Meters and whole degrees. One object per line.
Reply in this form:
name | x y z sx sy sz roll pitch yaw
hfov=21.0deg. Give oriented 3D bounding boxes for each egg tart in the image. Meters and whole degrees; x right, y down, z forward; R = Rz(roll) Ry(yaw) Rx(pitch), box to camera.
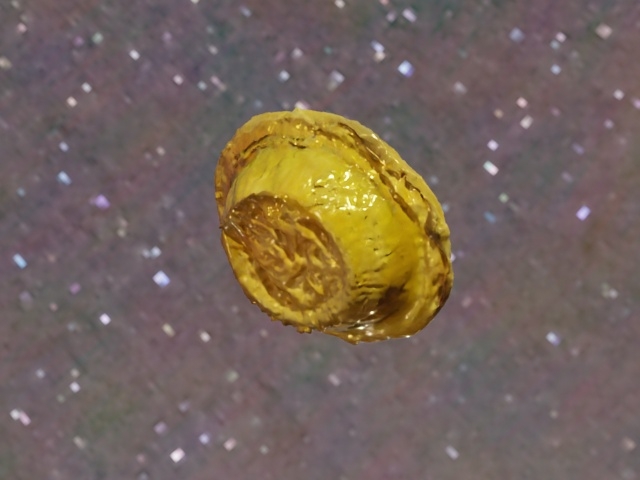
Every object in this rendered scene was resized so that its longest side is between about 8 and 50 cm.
egg tart | 0.000 0.000 1.754 0.118 0.288 0.288 -41 -26 -46
